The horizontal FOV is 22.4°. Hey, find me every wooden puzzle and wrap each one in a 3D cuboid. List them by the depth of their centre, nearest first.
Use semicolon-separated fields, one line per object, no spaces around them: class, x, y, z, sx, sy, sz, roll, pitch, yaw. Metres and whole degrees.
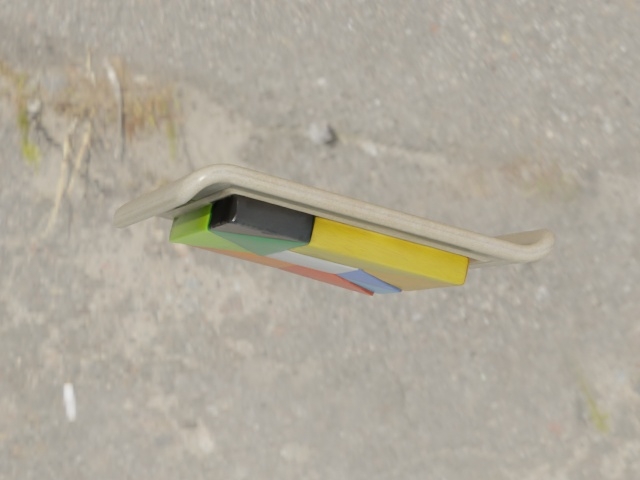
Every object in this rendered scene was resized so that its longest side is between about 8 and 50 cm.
wooden puzzle;0.000;0.000;1.043;0.238;0.221;0.044;10;83;-17
